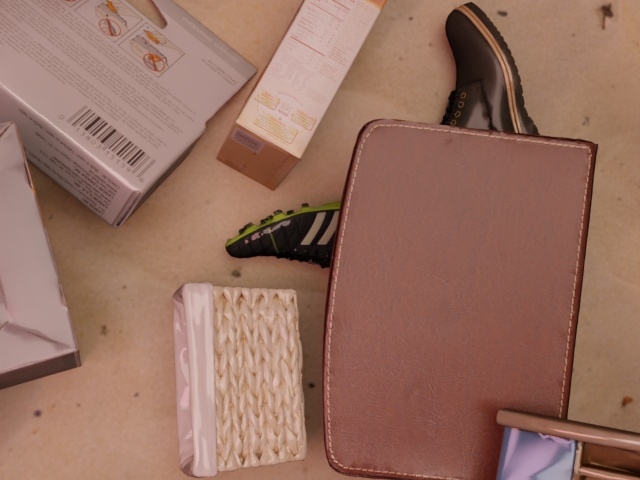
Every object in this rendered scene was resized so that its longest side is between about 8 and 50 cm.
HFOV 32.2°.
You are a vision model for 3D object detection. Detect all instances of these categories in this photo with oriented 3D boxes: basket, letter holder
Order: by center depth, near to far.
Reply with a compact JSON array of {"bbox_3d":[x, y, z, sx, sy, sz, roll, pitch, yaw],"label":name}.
[{"bbox_3d":[-0.074,0.122,0.989,0.103,0.113,0.167,-2,82,-14],"label":"basket"},{"bbox_3d":[0.106,0.054,0.993,0.215,0.152,0.301,6,90,-5],"label":"letter holder"}]

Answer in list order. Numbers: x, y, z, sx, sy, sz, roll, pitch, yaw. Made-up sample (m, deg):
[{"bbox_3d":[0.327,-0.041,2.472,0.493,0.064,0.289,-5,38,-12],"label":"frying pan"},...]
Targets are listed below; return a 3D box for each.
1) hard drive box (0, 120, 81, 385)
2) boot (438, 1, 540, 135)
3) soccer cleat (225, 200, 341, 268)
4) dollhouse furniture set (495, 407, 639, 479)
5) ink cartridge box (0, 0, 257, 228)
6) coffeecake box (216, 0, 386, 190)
[{"bbox_3d":[-0.262,0.024,0.906,0.089,0.232,0.181,-15,85,-14],"label":"hard drive box"},{"bbox_3d":[0.130,-0.124,1.093,0.137,0.077,0.197,-21,85,-9],"label":"boot"},{"bbox_3d":[0.000,0.000,1.052,0.179,0.060,0.072,-14,85,-16],"label":"soccer cleat"},{"bbox_3d":[0.200,0.237,0.738,0.287,0.303,0.198,8,87,18],"label":"dollhouse furniture set"},{"bbox_3d":[-0.223,-0.171,1.015,0.275,0.060,0.239,39,40,-3],"label":"ink cartridge box"},{"bbox_3d":[-0.017,-0.153,1.029,0.068,0.142,0.185,30,76,-6],"label":"coffeecake box"}]
